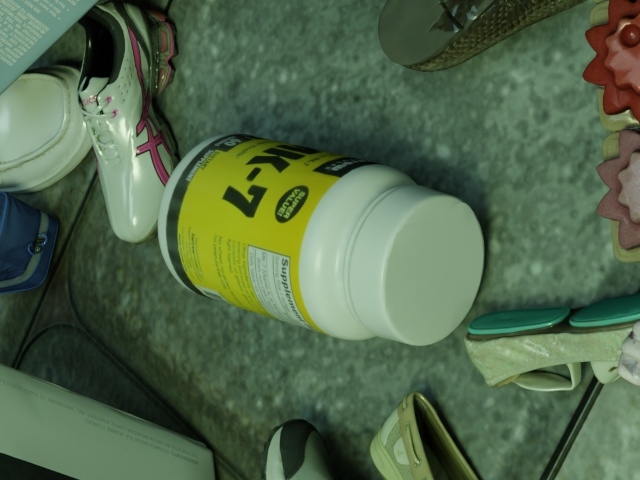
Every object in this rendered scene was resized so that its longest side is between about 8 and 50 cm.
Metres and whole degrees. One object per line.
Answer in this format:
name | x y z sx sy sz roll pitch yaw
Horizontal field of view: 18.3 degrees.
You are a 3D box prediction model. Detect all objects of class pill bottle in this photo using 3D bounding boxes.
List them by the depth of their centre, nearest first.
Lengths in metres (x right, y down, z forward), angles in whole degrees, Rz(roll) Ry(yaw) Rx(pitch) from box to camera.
pill bottle | 0.000 0.000 1.324 0.208 0.119 0.119 15 94 43

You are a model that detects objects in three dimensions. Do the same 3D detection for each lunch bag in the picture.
lunch bag | -0.256 0.004 1.602 0.098 0.065 0.067 -6 64 44

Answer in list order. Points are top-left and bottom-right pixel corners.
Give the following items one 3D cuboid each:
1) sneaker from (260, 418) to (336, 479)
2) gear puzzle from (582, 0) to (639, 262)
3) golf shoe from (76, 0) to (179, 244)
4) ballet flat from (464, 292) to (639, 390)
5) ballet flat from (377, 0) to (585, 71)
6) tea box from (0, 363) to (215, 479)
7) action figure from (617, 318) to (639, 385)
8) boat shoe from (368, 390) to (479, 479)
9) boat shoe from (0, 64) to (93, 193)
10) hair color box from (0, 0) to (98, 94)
sneaker | 0.038 0.224 1.288 0.108 0.100 0.271 -27 52 -1
gear puzzle | 0.225 -0.161 1.147 0.175 0.044 0.339 -9 83 30
golf shoe | -0.156 -0.090 1.506 0.067 0.086 0.186 -12 78 39
ballet flat | 0.162 0.064 1.218 0.168 0.057 0.052 -8 106 46
ballet flat | 0.146 -0.175 1.262 0.250 0.058 0.084 -29 69 32
tea box | -0.243 0.318 1.382 0.329 0.220 0.323 -41 38 33
action figure | 0.312 0.104 1.000 0.248 0.276 0.370 -5 61 39
boat shoe | 0.086 0.162 1.265 0.048 0.056 0.153 -60 43 25
boat shoe | -0.293 -0.086 1.627 0.277 0.096 0.098 -13 75 41
hair color box | -0.178 -0.269 1.481 0.374 0.113 0.185 -37 25 33
